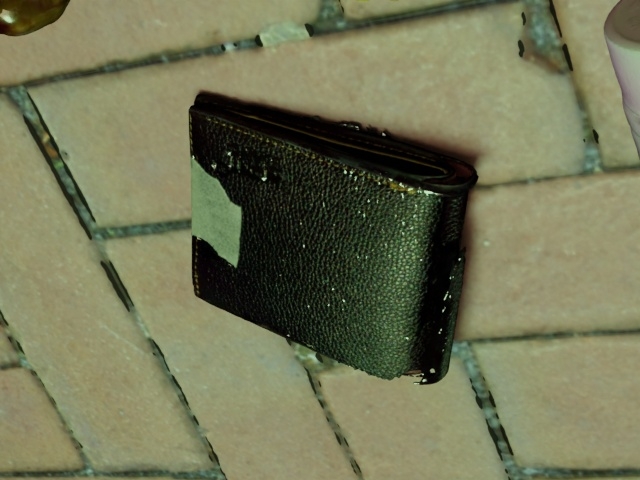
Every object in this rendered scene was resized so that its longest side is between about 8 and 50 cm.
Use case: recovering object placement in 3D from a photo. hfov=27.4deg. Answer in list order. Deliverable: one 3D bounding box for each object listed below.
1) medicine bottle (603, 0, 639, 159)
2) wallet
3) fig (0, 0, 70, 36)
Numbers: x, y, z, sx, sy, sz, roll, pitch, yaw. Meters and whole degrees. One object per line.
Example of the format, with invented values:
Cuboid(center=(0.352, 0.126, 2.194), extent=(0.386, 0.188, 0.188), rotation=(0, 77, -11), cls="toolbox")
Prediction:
Cuboid(center=(0.300, -0.058, 0.906), extent=(0.152, 0.152, 0.254), rotation=(-8, 122, 29), cls="medicine bottle")
Cuboid(center=(0.000, 0.000, 1.150), extent=(0.262, 0.071, 0.221), rotation=(19, 132, 19), cls="wallet")
Cuboid(center=(-0.263, -0.286, 0.955), extent=(0.224, 0.224, 0.263), rotation=(-12, 132, 31), cls="fig")
